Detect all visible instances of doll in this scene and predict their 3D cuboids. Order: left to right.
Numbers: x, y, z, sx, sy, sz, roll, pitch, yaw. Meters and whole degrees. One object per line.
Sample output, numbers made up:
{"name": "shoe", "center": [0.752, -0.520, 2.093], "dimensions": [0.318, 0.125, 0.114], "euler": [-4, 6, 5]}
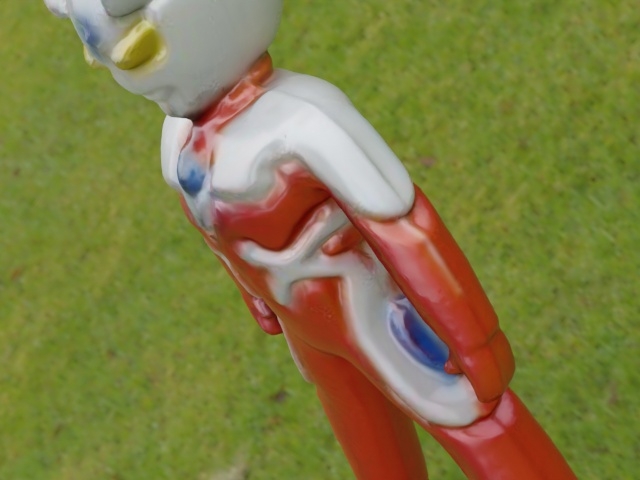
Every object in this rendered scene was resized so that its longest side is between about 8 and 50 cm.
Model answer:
{"name": "doll", "center": [0.000, 0.000, 0.662], "dimensions": [0.099, 0.384, 0.188], "euler": [-39, 24, -26]}
